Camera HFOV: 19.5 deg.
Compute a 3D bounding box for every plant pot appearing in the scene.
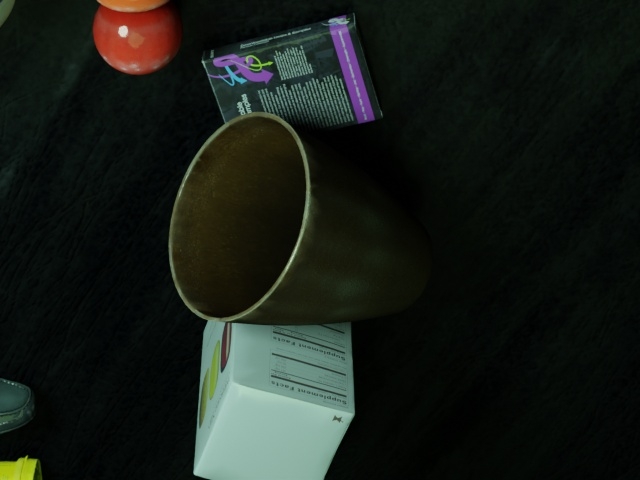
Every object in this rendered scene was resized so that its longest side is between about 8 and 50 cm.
[{"bbox_3d":[0.000,0.000,1.928,0.230,0.215,0.215,16,126,-40],"label":"plant pot"}]

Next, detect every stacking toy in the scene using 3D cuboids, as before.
[{"bbox_3d":[-0.176,-0.303,1.768,0.141,0.141,0.330,-2,130,1],"label":"stacking toy"}]

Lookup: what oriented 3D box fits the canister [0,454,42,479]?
[{"bbox_3d":[-0.418,0.316,2.209,0.170,0.073,0.126,1,124,1],"label":"canister"}]

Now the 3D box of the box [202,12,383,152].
[{"bbox_3d":[-0.028,-0.161,1.915,0.162,0.029,0.116,-13,124,7],"label":"box"}]

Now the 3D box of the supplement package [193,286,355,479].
[{"bbox_3d":[-0.049,0.140,1.989,0.134,0.244,0.139,16,122,-11],"label":"supplement package"}]

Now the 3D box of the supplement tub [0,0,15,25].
[{"bbox_3d":[-0.421,-0.326,1.681,0.228,0.228,0.316,-8,124,5],"label":"supplement tub"}]

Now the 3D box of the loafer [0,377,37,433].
[{"bbox_3d":[-0.434,0.175,2.110,0.223,0.076,0.078,3,132,2],"label":"loafer"}]
